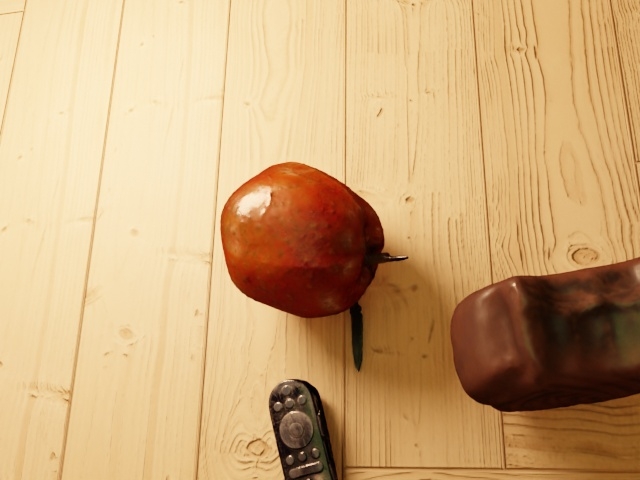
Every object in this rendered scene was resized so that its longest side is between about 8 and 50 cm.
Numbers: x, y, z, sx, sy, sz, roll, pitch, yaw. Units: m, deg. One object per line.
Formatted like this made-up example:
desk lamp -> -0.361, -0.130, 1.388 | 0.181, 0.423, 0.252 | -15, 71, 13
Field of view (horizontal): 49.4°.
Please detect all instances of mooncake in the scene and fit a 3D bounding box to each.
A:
mooncake -> 0.364, 0.134, 0.963 | 0.326, 0.334, 0.174 | 5, 68, -28

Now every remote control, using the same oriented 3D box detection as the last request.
remote control -> -0.016, 0.352, 1.106 | 0.090, 0.066, 0.265 | -21, 71, 19

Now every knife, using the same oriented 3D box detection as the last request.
knife -> 0.061, 0.139, 1.188 | 0.023, 0.010, 0.170 | -7, 71, 17

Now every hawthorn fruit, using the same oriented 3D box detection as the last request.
hawthorn fruit -> 0.000, 0.000, 1.116 | 0.301, 0.254, 0.253 | 4, 71, 30
